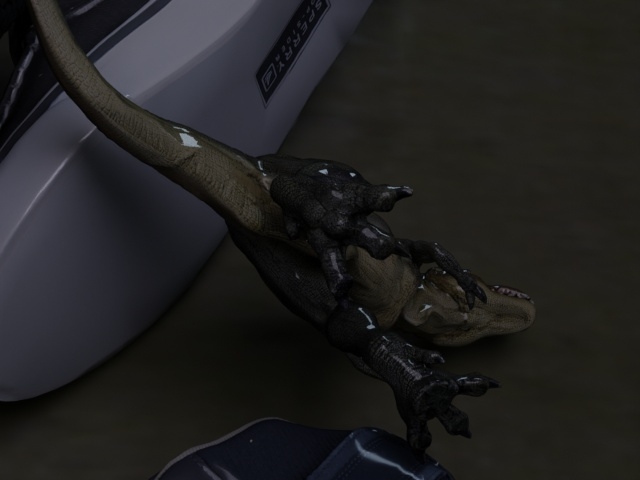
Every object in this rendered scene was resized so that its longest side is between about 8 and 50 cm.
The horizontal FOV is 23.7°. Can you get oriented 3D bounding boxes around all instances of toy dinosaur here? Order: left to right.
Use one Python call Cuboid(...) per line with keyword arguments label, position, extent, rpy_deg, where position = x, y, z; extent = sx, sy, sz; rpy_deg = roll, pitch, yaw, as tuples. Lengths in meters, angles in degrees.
Cuboid(label="toy dinosaur", position=(0.000, 0.000, 0.498), extent=(0.064, 0.268, 0.118), rpy_deg=(-49, 41, 3))

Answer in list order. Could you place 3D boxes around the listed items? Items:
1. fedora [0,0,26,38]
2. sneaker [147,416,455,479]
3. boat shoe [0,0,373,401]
Cuboid(label="fedora", position=(-0.196, -0.091, 0.488), extent=(0.334, 0.334, 0.152), rpy_deg=(-44, 105, -32))
Cuboid(label="sneaker", position=(-0.015, 0.160, 0.471), extent=(0.163, 0.086, 0.226), rpy_deg=(31, 64, 15))
Cuboid(label="boat shoe", position=(-0.069, -0.075, 0.586), extent=(0.102, 0.108, 0.301), rpy_deg=(21, 63, 23))
